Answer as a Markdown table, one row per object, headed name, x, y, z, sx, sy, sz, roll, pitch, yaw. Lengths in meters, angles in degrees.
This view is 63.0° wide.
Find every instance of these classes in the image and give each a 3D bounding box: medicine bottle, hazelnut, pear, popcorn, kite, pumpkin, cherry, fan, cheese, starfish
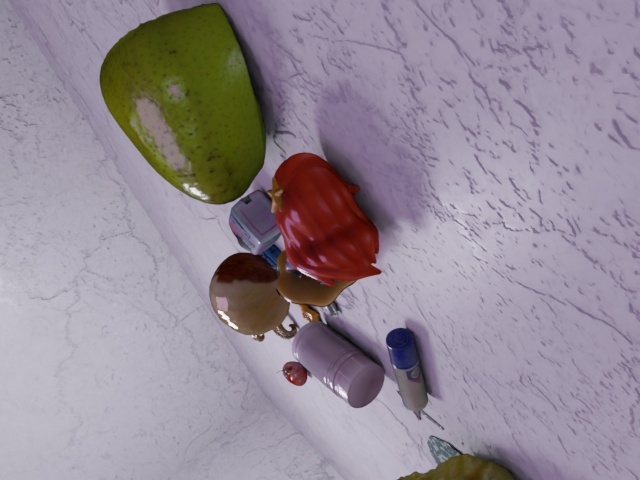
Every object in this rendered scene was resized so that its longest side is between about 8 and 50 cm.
| name | x | y | z | sx | sy | sz | roll | pitch | yaw |
| --- | --- | --- | --- | --- | --- | --- | --- | --- | --- |
| medicine bottle | 0.041 | 0.321 | 1.379 | 0.250 | 0.133 | 0.133 | 28 | 148 | 50 |
| hazelnut | -0.202 | 0.151 | 1.544 | 0.261 | 0.241 | 0.261 | 62 | -173 | -14 |
| pear | -0.240 | -0.212 | 0.972 | 0.318 | 0.238 | 0.342 | 64 | 159 | -5 |
| medicine bottle | 0.183 | 0.275 | 1.096 | 0.059 | 0.059 | 0.231 | 33 | 152 | 43 |
| popcorn | 0.293 | 0.610 | 1.088 | 0.334 | 0.294 | 0.292 | 89 | 169 | -56 |
| kite | 0.242 | 0.417 | 1.281 | 0.152 | 0.005 | 0.137 | 38 | 158 | 35 |
| pumpkin | -0.034 | 0.219 | 1.517 | 0.101 | 0.035 | 0.073 | 31 | 153 | 41 |
| medicine bottle | -0.160 | -0.035 | 1.283 | 0.119 | 0.094 | 0.188 | 50 | 160 | 3 |
| cherry | -0.102 | 0.537 | 2.118 | 0.106 | 0.087 | 0.126 | 34 | 172 | 27 |
| fan | 0.322 | 0.557 | 1.332 | 0.131 | 0.009 | 0.240 | 42 | 158 | 28 |
| cheese | 0.004 | 0.151 | 1.331 | 0.120 | 0.026 | 0.067 | 45 | 158 | 21 |
| starfish | -0.216 | 0.227 | 1.833 | 0.303 | 0.113 | 0.312 | 26 | 138 | 47 |

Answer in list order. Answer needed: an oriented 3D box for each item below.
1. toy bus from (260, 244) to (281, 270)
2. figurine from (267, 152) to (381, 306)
| name | x | y | z | sx | sy | sz | roll | pitch | yaw |
| --- | --- | --- | --- | --- | --- | --- | --- | --- | --- |
| toy bus | -0.128 | 0.040 | 1.421 | 0.083 | 0.038 | 0.046 | 42 | 153 | 24 |
| figurine | 0.005 | -0.007 | 0.889 | 0.257 | 0.181 | 0.208 | 89 | 179 | -56 |
